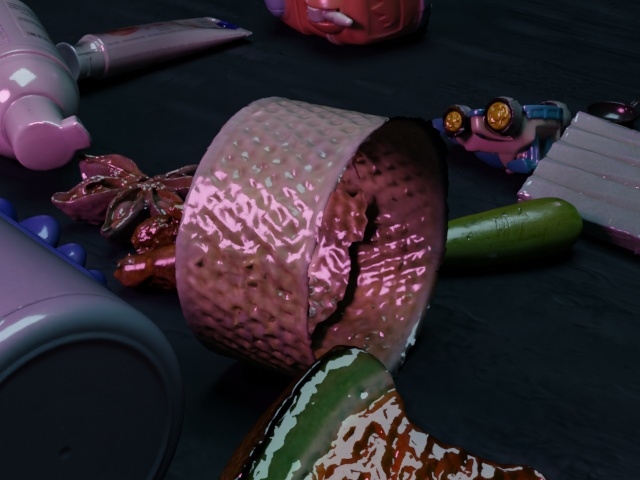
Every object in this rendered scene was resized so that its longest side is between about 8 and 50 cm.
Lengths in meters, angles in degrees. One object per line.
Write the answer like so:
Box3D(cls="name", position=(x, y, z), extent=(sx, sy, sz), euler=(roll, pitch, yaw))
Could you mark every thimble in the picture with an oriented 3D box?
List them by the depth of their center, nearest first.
Box3D(cls="thimble", position=(0.000, 0.000, 1.380), extent=(0.150, 0.270, 0.271), euler=(14, 30, 28))

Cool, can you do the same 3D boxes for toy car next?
Box3D(cls="toy car", position=(0.221, -0.121, 1.823), extent=(0.161, 0.098, 0.126), euler=(-7, -6, 42))
Box3D(cls="toy car", position=(0.029, -0.389, 2.213), extent=(0.212, 0.180, 0.270), euler=(-32, 42, -31))

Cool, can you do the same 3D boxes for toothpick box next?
Box3D(cls="toothpick box", position=(-0.292, 0.086, 1.226), extent=(0.263, 0.263, 0.355), euler=(-20, 34, -35))

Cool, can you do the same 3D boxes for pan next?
Box3D(cls="pan", position=(0.402, -0.169, 1.965), extent=(0.115, 0.023, 0.068), euler=(-21, 35, -31))

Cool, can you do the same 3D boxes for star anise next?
Box3D(cls="star anise", position=(-0.196, -0.038, 1.660), extent=(0.208, 0.063, 0.171), euler=(3, 32, -5))

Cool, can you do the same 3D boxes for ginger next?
Box3D(cls="ginger", position=(-0.130, 0.006, 1.535), extent=(0.162, 0.073, 0.103), euler=(5, 57, 7))

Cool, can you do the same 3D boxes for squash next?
Box3D(cls="squash", position=(0.194, -0.006, 1.608), extent=(0.201, 0.066, 0.066), euler=(-9, 30, -18))

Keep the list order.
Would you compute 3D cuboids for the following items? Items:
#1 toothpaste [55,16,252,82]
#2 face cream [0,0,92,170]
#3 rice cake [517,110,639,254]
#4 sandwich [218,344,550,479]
Box3D(cls="toothpaste", position=(-0.239, -0.280, 2.105), extent=(0.100, 0.066, 0.323), euler=(22, 30, 35))
Box3D(cls="face cream", position=(-0.371, -0.179, 1.814), extent=(0.145, 0.145, 0.369), euler=(-9, 29, -19))
Box3D(cls="rice cake", position=(0.344, -0.068, 1.706), extent=(0.198, 0.037, 0.189), euler=(15, 51, 34))
Box3D(cls="sandwich", position=(0.061, 0.234, 1.078), extent=(0.301, 0.162, 0.250), euler=(21, 62, 2))
